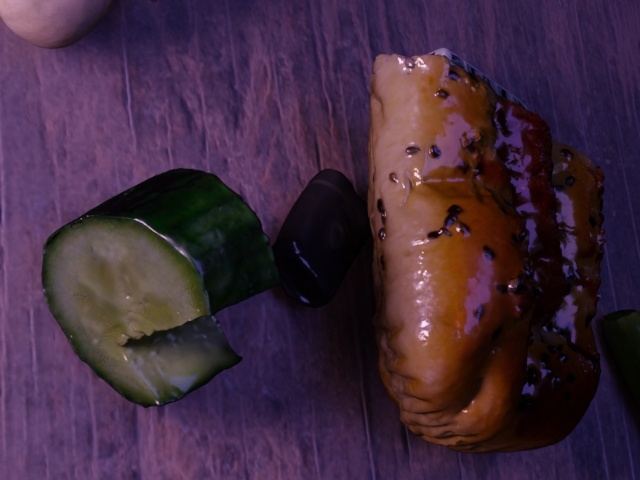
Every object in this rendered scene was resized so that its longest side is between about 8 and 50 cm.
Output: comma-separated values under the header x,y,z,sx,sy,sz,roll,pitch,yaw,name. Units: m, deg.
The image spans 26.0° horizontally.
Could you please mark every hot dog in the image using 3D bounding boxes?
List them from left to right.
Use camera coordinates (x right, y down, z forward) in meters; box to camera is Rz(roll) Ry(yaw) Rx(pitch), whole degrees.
x,y,z,sx,sy,sz,roll,pitch,yaw,name
0.175,0.038,1.457,0.367,0.196,0.365,29,61,-46,hot dog

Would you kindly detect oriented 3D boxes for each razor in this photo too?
x,y,z,sx,sy,sz,roll,pitch,yaw,name
0.000,0.000,1.416,0.090,0.054,0.148,50,42,-20,razor

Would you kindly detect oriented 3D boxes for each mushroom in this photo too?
x,y,z,sx,sy,sz,roll,pitch,yaw,name
-0.249,-0.249,1.237,0.154,0.122,0.154,8,90,-74,mushroom

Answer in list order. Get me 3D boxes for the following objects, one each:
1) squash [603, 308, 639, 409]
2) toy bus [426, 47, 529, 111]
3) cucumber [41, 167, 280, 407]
x,y,z,sx,sy,sz,roll,pitch,yaw,name
0.446,0.213,1.747,0.082,0.082,0.292,-33,98,-46,squash
0.177,-0.150,1.629,0.194,0.087,0.089,28,52,-35,toy bus
-0.135,0.028,1.194,0.130,0.191,0.191,-37,101,-46,cucumber
